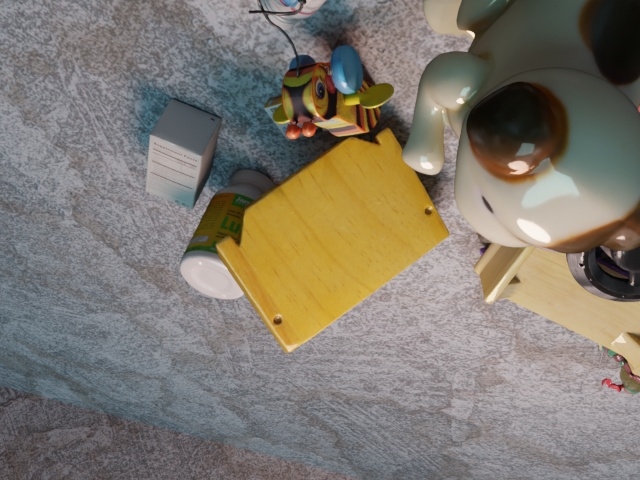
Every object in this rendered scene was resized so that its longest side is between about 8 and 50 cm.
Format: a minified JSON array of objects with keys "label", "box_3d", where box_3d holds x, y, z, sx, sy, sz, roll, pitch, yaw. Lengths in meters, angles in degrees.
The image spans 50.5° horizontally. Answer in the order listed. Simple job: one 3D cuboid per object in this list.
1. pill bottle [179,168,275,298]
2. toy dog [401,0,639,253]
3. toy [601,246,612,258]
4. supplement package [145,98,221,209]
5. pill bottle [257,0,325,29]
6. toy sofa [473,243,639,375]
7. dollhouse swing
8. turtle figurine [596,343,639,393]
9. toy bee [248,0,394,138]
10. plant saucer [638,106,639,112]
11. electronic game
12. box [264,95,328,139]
[{"label":"pill bottle","box_3d":[-0.170,-0.019,1.337,0.136,0.246,0.136,13,144,9]},{"label":"toy dog","box_3d":[0.283,-0.159,0.792,0.284,0.408,0.395,39,141,-26]},{"label":"toy","box_3d":[0.509,-0.051,1.130,0.237,0.056,0.137,36,141,-27]},{"label":"supplement package","box_3d":[-0.268,-0.164,1.314,0.105,0.105,0.179,22,144,-3]},{"label":"pill bottle","box_3d":[-0.021,-0.367,0.940,0.087,0.087,0.160,34,143,-19]},{"label":"toy sofa","box_3d":[0.483,0.084,1.274,0.362,0.177,0.150,26,120,-8]},{"label":"dollhouse swing","box_3d":[0.000,0.000,1.258,0.315,0.347,0.305,58,170,-17]},{"label":"turtle figurine","box_3d":[0.679,0.252,1.412,0.175,0.118,0.234,16,139,6]},{"label":"toy bee","box_3d":[-0.011,-0.210,1.006,0.298,0.162,0.195,18,161,-35]},{"label":"plant saucer","box_3d":[0.542,-0.190,0.939,0.258,0.048,0.259,24,145,-7]},{"label":"electronic game","box_3d":[0.519,0.010,1.102,0.229,0.048,0.229,3,126,4]},{"label":"box","box_3d":[-0.035,-0.222,1.192,0.136,0.028,0.081,-10,135,33]}]
